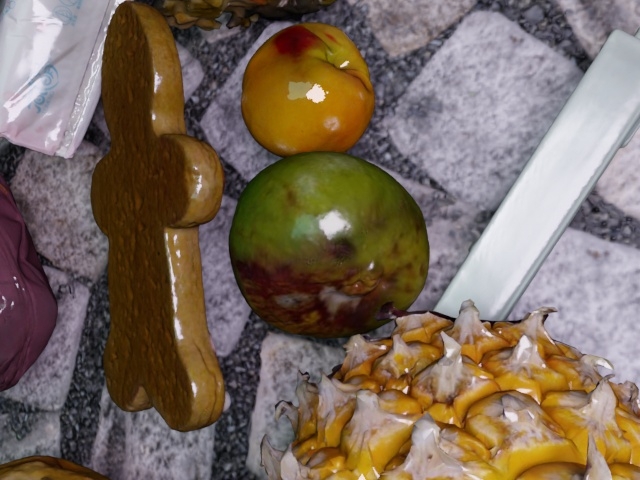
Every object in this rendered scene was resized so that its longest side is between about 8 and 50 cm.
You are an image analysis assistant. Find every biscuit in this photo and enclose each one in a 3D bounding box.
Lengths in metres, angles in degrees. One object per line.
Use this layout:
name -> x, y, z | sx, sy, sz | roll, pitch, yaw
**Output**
biscuit -> -0.165, -0.027, 0.658 | 0.283, 0.064, 0.433 | -4, 90, 53

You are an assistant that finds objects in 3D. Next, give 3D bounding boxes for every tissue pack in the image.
tissue pack -> -0.316, -0.245, 0.747 | 0.201, 0.124, 0.271 | 24, 96, 58

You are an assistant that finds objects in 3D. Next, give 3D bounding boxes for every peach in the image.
peach -> -0.017, -0.147, 0.642 | 0.138, 0.138, 0.138 | -2, 84, 22

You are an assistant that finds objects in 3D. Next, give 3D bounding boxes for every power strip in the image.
power strip -> 0.189, -0.017, 0.565 | 0.062, 0.091, 0.385 | 34, 98, 19

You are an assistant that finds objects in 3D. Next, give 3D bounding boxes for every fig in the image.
fig -> 0.000, 0.000, 0.602 | 0.181, 0.181, 0.191 | -57, 44, 8

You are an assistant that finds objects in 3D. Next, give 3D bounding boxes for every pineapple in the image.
pineapple -> 0.106, 0.236, 0.422 | 0.352, 0.300, 0.353 | 2, 114, 6

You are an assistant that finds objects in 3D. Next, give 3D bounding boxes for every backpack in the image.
backpack -> -0.458, 0.043, 0.765 | 0.317, 0.197, 0.283 | 50, 124, 15

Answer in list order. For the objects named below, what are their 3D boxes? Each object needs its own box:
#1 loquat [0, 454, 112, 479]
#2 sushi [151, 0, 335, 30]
loquat -> -0.299, 0.375, 0.645 | 0.275, 0.276, 0.284 | 16, 94, 23
sushi -> -0.097, -0.334, 0.646 | 0.199, 0.213, 0.204 | -10, 87, 26
